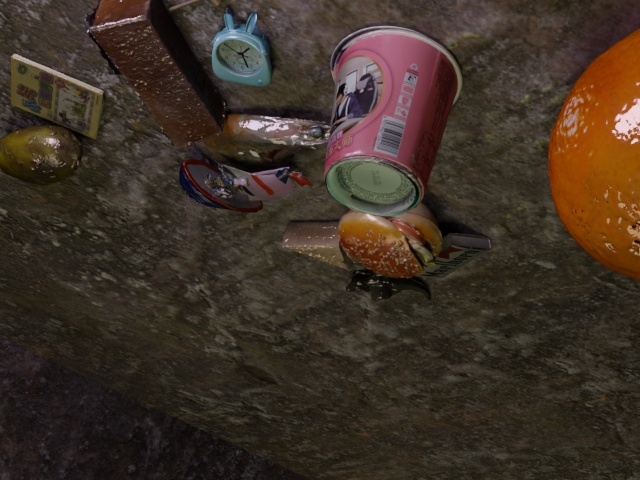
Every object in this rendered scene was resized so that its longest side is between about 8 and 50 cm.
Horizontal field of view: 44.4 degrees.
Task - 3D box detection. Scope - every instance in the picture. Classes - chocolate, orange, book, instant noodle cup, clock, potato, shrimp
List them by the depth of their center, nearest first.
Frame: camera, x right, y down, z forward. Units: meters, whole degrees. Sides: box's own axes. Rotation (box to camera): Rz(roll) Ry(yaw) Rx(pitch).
[{"bbox_3d":[0.545,-0.117,1.139,0.424,0.326,0.423,10,130,12],"label":"orange"},{"bbox_3d":[0.107,-0.186,1.316,0.244,0.255,0.244,10,150,6],"label":"instant noodle cup"},{"bbox_3d":[-0.137,-0.337,1.376,0.108,0.045,0.147,11,147,5],"label":"clock"},{"bbox_3d":[-0.284,-0.310,1.425,0.112,0.111,0.321,-9,141,20],"label":"chocolate"},{"bbox_3d":[-0.094,-0.194,1.571,0.317,0.062,0.164,1,153,26],"label":"shrimp"},{"bbox_3d":[-0.549,-0.296,1.637,0.192,0.013,0.168,22,148,-10],"label":"book"},{"bbox_3d":[-0.631,-0.185,1.745,0.251,0.113,0.149,-9,144,30],"label":"potato"}]

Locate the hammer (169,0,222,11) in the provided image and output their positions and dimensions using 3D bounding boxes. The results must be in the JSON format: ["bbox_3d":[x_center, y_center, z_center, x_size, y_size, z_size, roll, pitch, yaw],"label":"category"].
[{"bbox_3d":[-0.217,-0.404,1.332,0.110,0.019,0.035,-7,142,35],"label":"hammer"}]

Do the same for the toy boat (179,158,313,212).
[{"bbox_3d":[-0.148,-0.115,1.680,0.318,0.071,0.219,3,159,20],"label":"toy boat"}]

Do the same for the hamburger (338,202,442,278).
[{"bbox_3d":[0.146,-0.007,1.674,0.237,0.147,0.237,13,149,8],"label":"hamburger"}]

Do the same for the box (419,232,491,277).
[{"bbox_3d":[0.283,0.037,1.757,0.115,0.035,0.177,6,154,-28],"label":"box"}]

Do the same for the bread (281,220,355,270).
[{"bbox_3d":[-0.001,0.012,1.827,0.152,0.077,0.105,1,144,23],"label":"bread"}]

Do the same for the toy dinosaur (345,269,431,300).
[{"bbox_3d":[0.166,0.100,1.952,0.187,0.087,0.179,10,-172,36],"label":"toy dinosaur"}]
